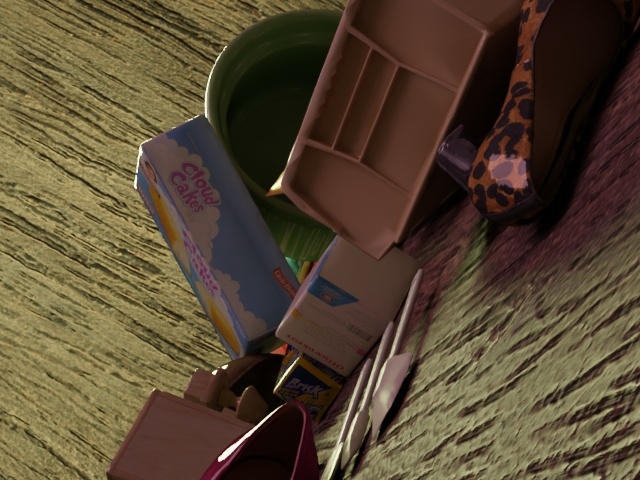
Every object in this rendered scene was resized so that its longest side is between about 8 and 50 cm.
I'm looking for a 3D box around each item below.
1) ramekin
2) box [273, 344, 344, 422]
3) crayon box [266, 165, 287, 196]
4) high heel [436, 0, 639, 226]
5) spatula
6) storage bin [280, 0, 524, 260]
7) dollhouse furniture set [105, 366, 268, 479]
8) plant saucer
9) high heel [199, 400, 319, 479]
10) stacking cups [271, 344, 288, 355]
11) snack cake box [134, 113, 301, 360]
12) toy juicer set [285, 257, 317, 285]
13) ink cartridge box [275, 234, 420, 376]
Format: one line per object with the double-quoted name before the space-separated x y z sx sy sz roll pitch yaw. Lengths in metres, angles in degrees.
"ramekin" -0.001 -0.122 2.231 0.303 0.303 0.148 -61 -3 -30
"box" -0.007 0.136 1.976 0.054 0.059 0.169 -53 5 14
"crayon box" 0.098 -0.154 1.939 0.323 0.083 0.203 -55 21 -20
"high heel" 0.198 -0.126 1.356 0.261 0.093 0.186 -53 19 6
"spatula" 0.049 0.132 1.613 0.168 0.019 0.242 -63 1 33
"storage bin" 0.108 -0.152 1.584 0.262 0.123 0.260 -41 -21 -50
"dollhouse furniture set" -0.105 0.326 1.836 0.356 0.173 0.303 86 -152 -52
"plant saucer" -0.139 0.255 2.077 0.310 0.050 0.311 -51 -19 -24
"high heel" -0.110 0.285 1.450 0.377 0.127 0.181 -59 -12 -53
"stacking cups" -0.106 0.240 2.313 0.316 0.096 0.096 -53 6 32
"snack cake box" -0.117 0.004 2.107 0.089 0.264 0.152 -27 -12 -14
"toy juicer set" 0.000 0.000 2.438 0.209 0.089 0.329 -58 -16 -32
"ink cartridge box" 0.024 0.065 1.880 0.090 0.092 0.143 -61 5 -38
